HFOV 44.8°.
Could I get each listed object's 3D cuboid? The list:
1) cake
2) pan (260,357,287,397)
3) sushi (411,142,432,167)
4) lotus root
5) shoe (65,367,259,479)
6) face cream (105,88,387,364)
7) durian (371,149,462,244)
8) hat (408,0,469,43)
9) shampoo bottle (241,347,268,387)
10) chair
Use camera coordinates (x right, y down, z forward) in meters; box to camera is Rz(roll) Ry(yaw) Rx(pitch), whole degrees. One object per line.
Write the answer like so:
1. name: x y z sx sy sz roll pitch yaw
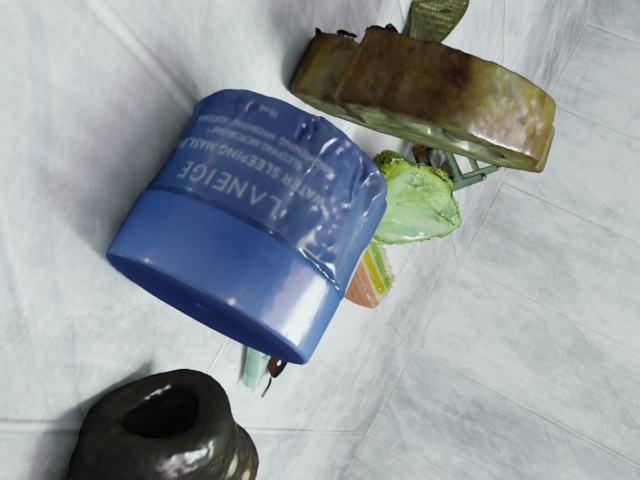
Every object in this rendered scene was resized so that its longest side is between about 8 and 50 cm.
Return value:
1. cake: 0.114 0.063 1.765 0.109 0.090 0.225 -50 158 -26
2. pan: -0.096 0.261 1.556 0.115 0.023 0.068 -57 162 -27
3. sushi: 0.225 -0.154 1.668 0.031 0.200 0.139 -20 177 8
4. lotus root: 0.154 -0.180 1.059 0.390 0.375 0.111 -153 -101 -69
5. shoe: -0.194 0.288 1.078 0.384 0.171 0.237 -3 123 -61
6. face cream: -0.074 -0.016 0.861 0.225 0.249 0.249 -63 163 -17
7. durian: 0.159 -0.071 1.514 0.163 0.198 0.394 -57 160 -13
8. hat: 0.183 -0.394 1.352 0.146 0.067 0.146 -41 -154 24
9. shampoo bottle: -0.108 0.188 1.388 0.069 0.041 0.190 -50 159 -51
10. chair: 0.262 -0.169 1.817 0.271 0.147 0.136 -22 -175 34
